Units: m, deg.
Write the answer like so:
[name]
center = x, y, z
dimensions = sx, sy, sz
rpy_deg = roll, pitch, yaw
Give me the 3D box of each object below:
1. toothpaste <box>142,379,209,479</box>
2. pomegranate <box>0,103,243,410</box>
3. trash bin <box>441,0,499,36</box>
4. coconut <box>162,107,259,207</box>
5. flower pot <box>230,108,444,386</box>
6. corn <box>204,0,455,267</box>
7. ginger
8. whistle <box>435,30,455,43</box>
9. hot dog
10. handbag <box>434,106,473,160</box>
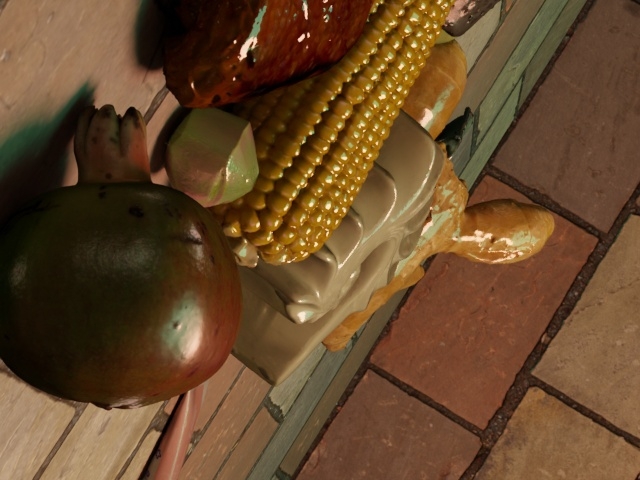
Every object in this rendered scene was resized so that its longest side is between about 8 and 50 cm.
[toothpaste]
center = -0.184, 0.257, 1.877
dimensions = 0.194, 0.043, 0.067
rpy_deg = -67, 166, 13
[pomegranate]
center = -0.141, 0.011, 1.024
dimensions = 0.180, 0.180, 0.209
rpy_deg = 63, 26, -79
[trash bin]
center = 0.143, -0.299, 1.517
dimensions = 0.161, 0.175, 0.175
rpy_deg = -51, 173, 15
[coconut]
center = -0.090, -0.066, 1.251
dimensions = 0.083, 0.081, 0.082
rpy_deg = -66, -175, -16
[flower pot]
center = 0.000, 0.000, 1.652
dimensions = 0.254, 0.165, 0.367
rpy_deg = -49, 167, -20
[corn]
center = 0.015, -0.146, 1.354
dimensions = 0.387, 0.144, 0.144
rpy_deg = -59, 170, -4
[ginger]
center = 0.096, -0.039, 1.875
dimensions = 0.348, 0.122, 0.363
rpy_deg = -37, 132, -7
[whistle]
center = 0.165, -0.303, 1.792
dimensions = 0.227, 0.085, 0.105
rpy_deg = -47, 165, -46
[hot dog]
center = -0.041, -0.170, 1.119
dimensions = 0.160, 0.099, 0.227
rpy_deg = -63, 168, 21
[handbag]
center = 0.097, -0.076, 2.079
dimensions = 0.274, 0.100, 0.268
rpy_deg = -57, 179, 19
